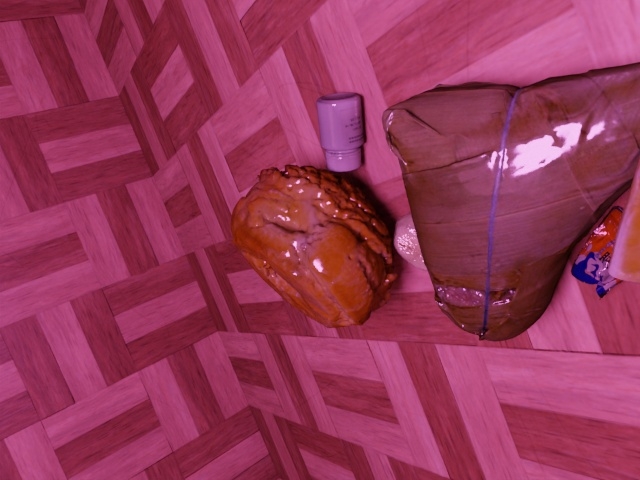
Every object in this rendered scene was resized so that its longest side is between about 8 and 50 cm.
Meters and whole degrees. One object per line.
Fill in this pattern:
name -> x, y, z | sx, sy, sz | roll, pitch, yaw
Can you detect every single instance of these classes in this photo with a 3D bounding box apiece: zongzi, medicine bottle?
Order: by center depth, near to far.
zongzi -> 0.292, -0.026, 0.596 | 0.393, 0.174, 0.355 | 1, 119, 42
medicine bottle -> 0.038, -0.197, 0.909 | 0.080, 0.080, 0.130 | 25, 131, 46

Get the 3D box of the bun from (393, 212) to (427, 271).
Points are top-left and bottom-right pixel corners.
bun -> 0.177, -0.003, 0.847 | 0.115, 0.069, 0.115 | 37, 157, 19

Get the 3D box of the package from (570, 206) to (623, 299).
package -> 0.366, 0.021, 0.624 | 0.110, 0.033, 0.077 | -65, 32, 34

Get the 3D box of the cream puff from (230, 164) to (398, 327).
cream puff -> 0.000, 0.000, 0.933 | 0.327, 0.231, 0.343 | 50, 161, -20

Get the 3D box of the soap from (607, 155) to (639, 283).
soap -> 0.362, -0.096, 0.354 | 0.143, 0.260, 0.280 | 44, 143, 51
